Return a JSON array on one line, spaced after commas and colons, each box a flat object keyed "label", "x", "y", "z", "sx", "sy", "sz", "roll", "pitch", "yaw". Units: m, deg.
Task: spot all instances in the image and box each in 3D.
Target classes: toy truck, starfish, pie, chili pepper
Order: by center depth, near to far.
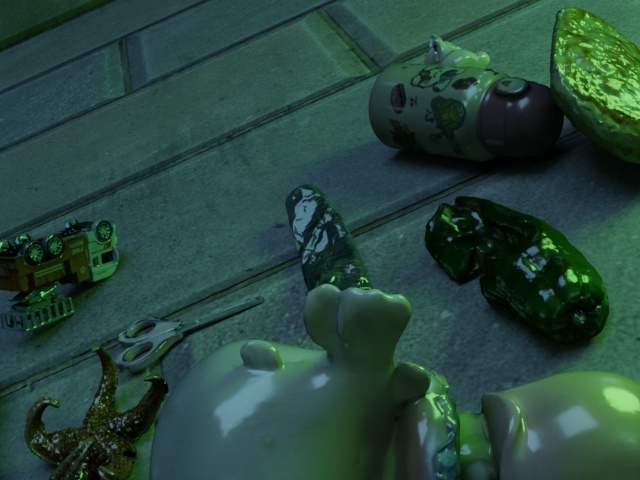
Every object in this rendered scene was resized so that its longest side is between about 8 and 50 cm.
[{"label": "chili pepper", "x": 0.192, "y": 0.016, "z": 0.854, "sx": 0.099, "sy": 0.083, "sz": 0.253, "roll": -38, "pitch": 30, "yaw": -5}, {"label": "starfish", "x": -0.219, "y": 0.190, "z": 0.865, "sx": 0.146, "sy": 0.074, "sz": 0.190, "roll": -37, "pitch": 34, "yaw": -18}, {"label": "pie", "x": 0.334, "y": -0.168, "z": 0.972, "sx": 0.090, "sy": 0.201, "sz": 0.248, "roll": -53, "pitch": 5, "yaw": 35}, {"label": "toy truck", "x": -0.354, "y": 0.039, "z": 1.155, "sx": 0.080, "sy": 0.115, "sz": 0.178, "roll": 1, "pitch": 17, "yaw": 35}]

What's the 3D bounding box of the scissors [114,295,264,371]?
[{"label": "scissors", "x": -0.156, "y": 0.101, "z": 1.015, "sx": 0.189, "sy": 0.015, "sz": 0.100, "roll": -21, "pitch": 29, "yaw": 3}]

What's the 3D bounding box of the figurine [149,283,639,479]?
[{"label": "figurine", "x": 0.074, "y": 0.140, "z": 0.602, "sx": 0.394, "sy": 0.274, "sz": 0.226, "roll": -1, "pitch": 37, "yaw": 2}]

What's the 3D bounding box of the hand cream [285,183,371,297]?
[{"label": "hand cream", "x": -0.001, "y": 0.000, "z": 1.027, "sx": 0.075, "sy": 0.052, "sz": 0.248, "roll": -24, "pitch": 31, "yaw": 2}]

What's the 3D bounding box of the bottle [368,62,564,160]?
[{"label": "bottle", "x": 0.186, "y": -0.163, "z": 1.083, "sx": 0.253, "sy": 0.120, "sz": 0.120, "roll": 14, "pitch": 48, "yaw": 46}]

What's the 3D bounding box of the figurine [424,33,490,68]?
[{"label": "figurine", "x": 0.176, "y": -0.259, "z": 1.269, "sx": 0.098, "sy": 0.081, "sz": 0.146, "roll": -30, "pitch": 32, "yaw": -9}]
